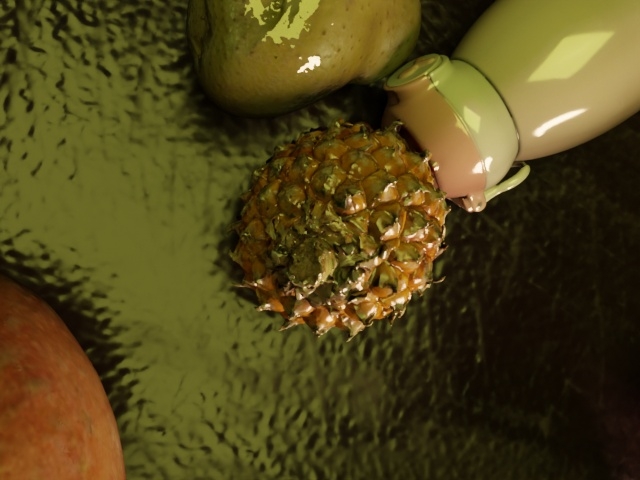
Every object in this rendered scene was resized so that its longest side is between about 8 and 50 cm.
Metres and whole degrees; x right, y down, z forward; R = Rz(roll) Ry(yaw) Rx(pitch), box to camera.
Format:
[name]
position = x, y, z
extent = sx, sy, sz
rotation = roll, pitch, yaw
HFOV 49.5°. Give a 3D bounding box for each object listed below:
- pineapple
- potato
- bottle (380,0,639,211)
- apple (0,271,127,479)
[pineapple]
position = 0.003, 0.003, 0.503
extent = 0.176, 0.137, 0.161
rotation = -22, 99, 21
[potato]
position = -0.006, -0.171, 0.533
extent = 0.194, 0.157, 0.157
rotation = -11, 90, -29
[bottle]
position = 0.155, -0.123, 0.583
extent = 0.236, 0.147, 0.147
rotation = -33, 96, -6
[apple]
position = -0.278, 0.158, 0.378
extent = 0.338, 0.305, 0.339
rotation = 6, 73, -20
